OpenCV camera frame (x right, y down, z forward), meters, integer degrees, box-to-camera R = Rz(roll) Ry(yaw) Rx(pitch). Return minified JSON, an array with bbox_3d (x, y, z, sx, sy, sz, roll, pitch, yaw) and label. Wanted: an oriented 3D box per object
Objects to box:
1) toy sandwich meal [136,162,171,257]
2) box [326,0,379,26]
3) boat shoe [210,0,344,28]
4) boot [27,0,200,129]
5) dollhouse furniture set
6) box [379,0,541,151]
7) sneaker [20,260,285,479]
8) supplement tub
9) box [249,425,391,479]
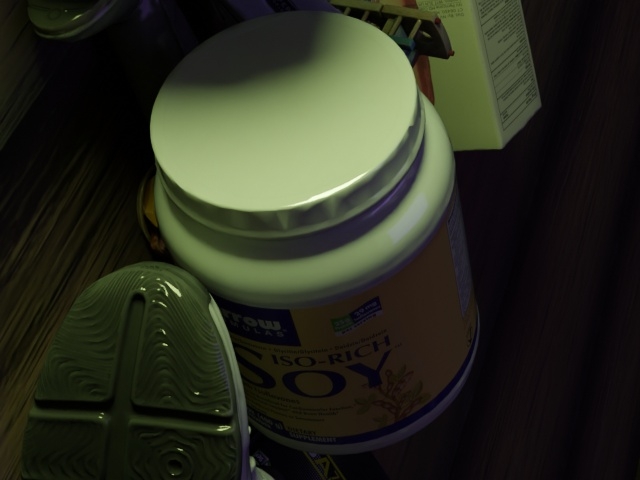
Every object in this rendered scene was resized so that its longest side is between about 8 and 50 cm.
[{"bbox_3d":[-0.129,-0.027,1.271,0.085,0.029,0.086,1,90,-66],"label":"toy sandwich meal"},{"bbox_3d":[0.027,-0.262,1.616,0.136,0.028,0.081,35,60,-64],"label":"box"},{"bbox_3d":[-0.021,-0.182,1.332,0.258,0.095,0.084,56,-8,-14],"label":"boat shoe"},{"bbox_3d":[-0.148,-0.145,1.190,0.190,0.076,0.209,-61,151,-43],"label":"boot"},{"bbox_3d":[0.031,-0.204,1.470,0.129,0.129,0.184,-63,148,-22],"label":"dollhouse furniture set"},{"bbox_3d":[0.165,-0.237,1.772,0.148,0.126,0.232,-43,125,-52],"label":"box"},{"bbox_3d":[-0.111,0.195,1.212,0.257,0.169,0.448,-56,149,-64],"label":"sneaker"},{"bbox_3d":[0.000,0.000,1.221,0.331,0.241,0.241,73,28,-51],"label":"supplement tub"},{"bbox_3d":[0.000,0.249,1.455,0.191,0.045,0.184,56,33,-4],"label":"box"}]
